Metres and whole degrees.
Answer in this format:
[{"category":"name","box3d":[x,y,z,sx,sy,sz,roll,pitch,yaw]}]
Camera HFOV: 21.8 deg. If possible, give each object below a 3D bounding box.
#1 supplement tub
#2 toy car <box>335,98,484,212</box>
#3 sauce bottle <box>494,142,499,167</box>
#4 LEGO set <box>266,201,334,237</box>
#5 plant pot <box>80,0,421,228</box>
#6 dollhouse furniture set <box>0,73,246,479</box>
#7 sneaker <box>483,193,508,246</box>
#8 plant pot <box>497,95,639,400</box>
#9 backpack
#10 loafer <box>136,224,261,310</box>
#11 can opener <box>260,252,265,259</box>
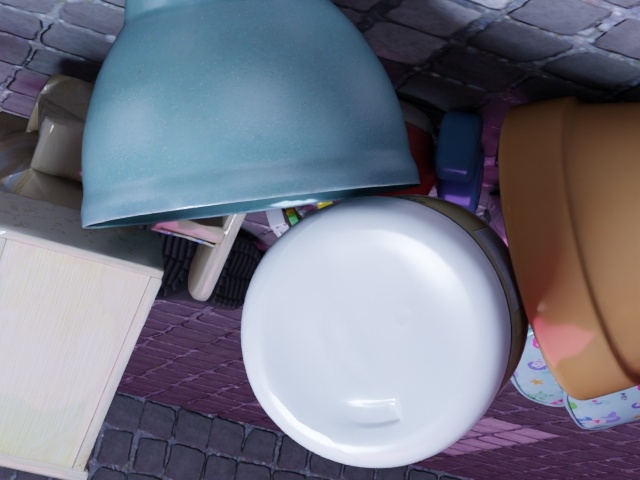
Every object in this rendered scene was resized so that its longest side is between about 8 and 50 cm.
[{"category":"supplement tub","box3d":[0.070,0.072,1.507,0.228,0.228,0.316,8,-177,11]},{"category":"toy car","box3d":[0.046,-0.015,1.735,0.219,0.238,0.210,8,164,8]},{"category":"sauce bottle","box3d":[0.246,-0.078,1.738,0.128,0.042,0.042,8,164,5]},{"category":"LEGO set","box3d":[0.000,0.000,2.045,0.087,0.093,0.227,-20,158,6]},{"category":"plant pot","box3d":[-0.072,-0.124,1.428,0.293,0.196,0.293,-8,179,0]},{"category":"dollhouse furniture set","box3d":[-0.281,0.010,1.674,0.362,0.256,0.394,16,-153,-19]},{"category":"sneaker","box3d":[0.251,-0.002,1.952,0.115,0.090,0.232,1,172,11]},{"category":"plant pot","box3d":[0.310,-0.010,1.557,0.203,0.291,0.291,-14,156,21]},{"category":"backpack","box3d":[0.331,0.105,1.913,0.253,0.191,0.225,-9,149,12]},{"category":"loafer","box3d":[-0.222,0.011,2.187,0.130,0.134,0.366,18,173,32]},{"category":"can opener","box3d":[-0.127,0.054,2.381,0.280,0.093,0.074,7,164,-2]}]
